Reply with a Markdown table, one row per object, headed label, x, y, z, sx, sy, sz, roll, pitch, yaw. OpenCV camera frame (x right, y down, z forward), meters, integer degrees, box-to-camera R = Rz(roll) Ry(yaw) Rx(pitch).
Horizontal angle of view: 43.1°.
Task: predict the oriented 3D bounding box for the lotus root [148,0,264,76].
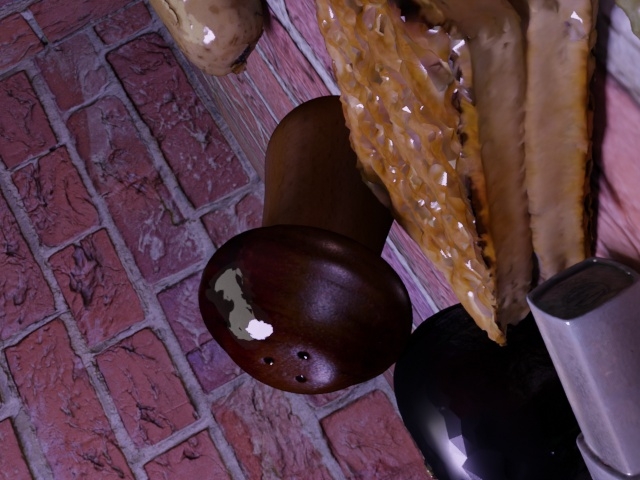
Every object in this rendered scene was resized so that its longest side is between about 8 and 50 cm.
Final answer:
| label | x | y | z | sx | sy | sz | roll | pitch | yaw |
| --- | --- | --- | --- | --- | --- | --- | --- | --- | --- |
| lotus root | -0.179 | -0.368 | 1.144 | 0.284 | 0.146 | 0.160 | 54 | 155 | -8 |

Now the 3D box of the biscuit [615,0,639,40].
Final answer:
| label | x | y | z | sx | sy | sz | roll | pitch | yaw |
| --- | --- | --- | --- | --- | --- | --- | --- | --- | --- |
| biscuit | 0.175 | -0.054 | 0.303 | 0.231 | 0.016 | 0.139 | 60 | 173 | -3 |

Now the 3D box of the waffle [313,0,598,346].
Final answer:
| label | x | y | z | sx | sy | sz | roll | pitch | yaw |
| --- | --- | --- | --- | --- | --- | --- | --- | --- | --- |
| waffle | 0.085 | -0.087 | 0.537 | 0.212 | 0.091 | 0.308 | 55 | 173 | 36 |

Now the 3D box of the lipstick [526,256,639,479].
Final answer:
| label | x | y | z | sx | sy | sz | roll | pitch | yaw |
| --- | --- | --- | --- | --- | --- | --- | --- | --- | --- |
| lipstick | 0.217 | 0.134 | 0.546 | 0.252 | 0.077 | 0.079 | 61 | 174 | -17 |

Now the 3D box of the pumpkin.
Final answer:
| label | x | y | z | sx | sy | sz | roll | pitch | yaw |
| --- | --- | --- | --- | --- | --- | --- | --- | --- | --- |
| pumpkin | 0.166 | 0.167 | 0.733 | 0.233 | 0.163 | 0.233 | 62 | 177 | 5 |

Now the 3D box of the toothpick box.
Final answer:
| label | x | y | z | sx | sy | sz | roll | pitch | yaw |
| --- | --- | --- | --- | --- | --- | --- | --- | --- | --- |
| toothpick box | 0.000 | 0.000 | 0.770 | 0.192 | 0.192 | 0.294 | 66 | -153 | -42 |
